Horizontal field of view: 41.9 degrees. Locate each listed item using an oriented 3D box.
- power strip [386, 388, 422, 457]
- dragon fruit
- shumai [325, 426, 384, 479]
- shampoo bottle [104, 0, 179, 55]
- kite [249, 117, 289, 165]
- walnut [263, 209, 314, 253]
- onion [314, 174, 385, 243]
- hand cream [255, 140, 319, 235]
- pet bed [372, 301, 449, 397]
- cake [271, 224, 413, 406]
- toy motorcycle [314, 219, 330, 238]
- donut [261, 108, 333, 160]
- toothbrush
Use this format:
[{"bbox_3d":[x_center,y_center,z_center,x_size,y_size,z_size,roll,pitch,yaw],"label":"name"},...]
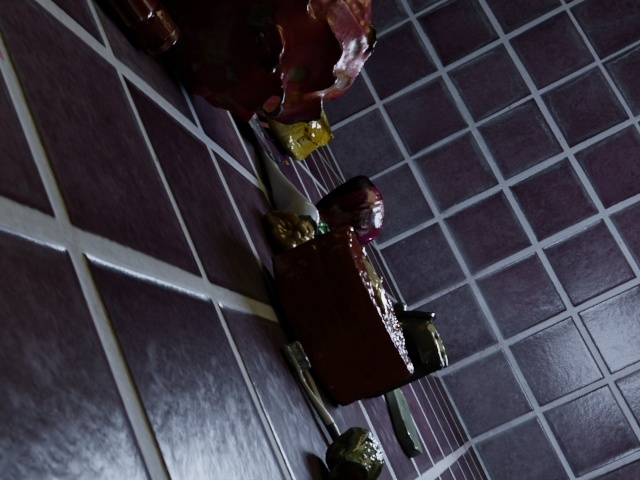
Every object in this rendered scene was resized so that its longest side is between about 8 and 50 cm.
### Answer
[{"bbox_3d":[0.171,0.371,1.781,0.080,0.029,0.227,58,9,-26],"label":"power strip"},{"bbox_3d":[-0.113,-0.366,1.318,0.371,0.386,0.249,41,39,17],"label":"dragon fruit"},{"bbox_3d":[0.047,0.276,1.014,0.082,0.083,0.080,21,0,-19],"label":"shumai"},{"bbox_3d":[-0.273,-0.358,1.081,0.260,0.064,0.102,57,9,-43],"label":"shampoo bottle"},{"bbox_3d":[-0.137,-0.246,1.829,0.204,0.022,0.360,58,5,14],"label":"kite"},{"bbox_3d":[-0.034,0.018,1.436,0.170,0.069,0.143,61,8,8],"label":"walnut"},{"bbox_3d":[0.043,-0.046,1.906,0.218,0.195,0.139,-16,77,-48],"label":"onion"},{"bbox_3d":[-0.069,-0.095,1.668,0.121,0.076,0.336,59,2,-30],"label":"hand cream"},{"bbox_3d":[0.154,0.203,1.646,0.211,0.183,0.159,35,31,-76],"label":"pet bed"},{"bbox_3d":[0.041,0.121,1.269,0.177,0.151,0.282,-114,178,-52],"label":"cake"},{"bbox_3d":[0.000,0.000,1.757,0.106,0.074,0.190,54,7,5],"label":"toy motorcycle"},{"bbox_3d":[-0.080,-0.361,2.137,0.330,0.160,0.330,59,16,-29],"label":"donut"},{"bbox_3d":[0.023,0.263,1.116,0.288,0.026,0.024,63,5,-4],"label":"toothbrush"}]
